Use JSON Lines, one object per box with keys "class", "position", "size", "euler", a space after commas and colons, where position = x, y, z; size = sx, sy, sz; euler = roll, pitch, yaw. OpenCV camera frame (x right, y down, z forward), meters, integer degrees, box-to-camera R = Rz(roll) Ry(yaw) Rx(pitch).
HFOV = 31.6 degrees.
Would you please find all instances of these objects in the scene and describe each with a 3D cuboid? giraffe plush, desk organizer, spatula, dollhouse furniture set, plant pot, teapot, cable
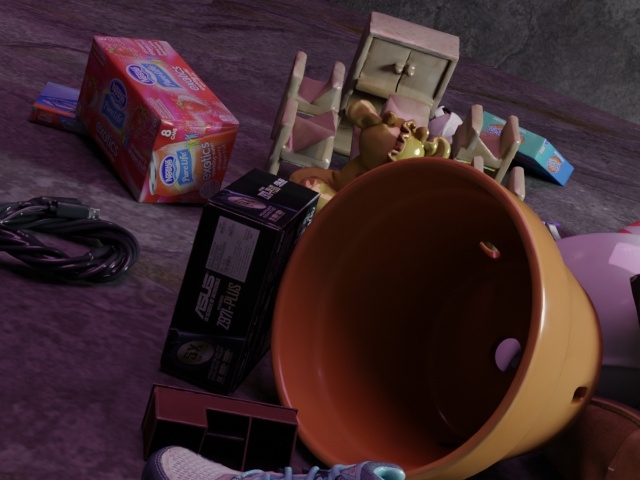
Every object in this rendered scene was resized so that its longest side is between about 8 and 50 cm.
{"class": "giraffe plush", "position": [0.068, -0.089, 1.457], "size": [0.181, 0.170, 0.210], "euler": [15, 16, -28]}
{"class": "desk organizer", "position": [-0.084, 0.165, 0.960], "size": [0.130, 0.047, 0.050], "euler": [13, 23, -15]}
{"class": "spatula", "position": [0.402, 0.008, 1.830], "size": [0.084, 0.030, 0.296], "euler": [6, 23, -37]}
{"class": "dollhouse furniture set", "position": [0.101, -0.141, 1.795], "size": [0.362, 0.256, 0.394], "euler": [15, 41, -6]}
{"class": "plant pot", "position": [0.125, 0.089, 1.050], "size": [0.203, 0.291, 0.291], "euler": [22, 11, -47]}
{"class": "teapot", "position": [0.316, 0.124, 1.221], "size": [0.256, 0.187, 0.252], "euler": [-13, -37, 29]}
{"class": "cable", "position": [-0.292, 0.001, 1.229], "size": [0.184, 0.047, 0.150], "euler": [4, 29, -40]}

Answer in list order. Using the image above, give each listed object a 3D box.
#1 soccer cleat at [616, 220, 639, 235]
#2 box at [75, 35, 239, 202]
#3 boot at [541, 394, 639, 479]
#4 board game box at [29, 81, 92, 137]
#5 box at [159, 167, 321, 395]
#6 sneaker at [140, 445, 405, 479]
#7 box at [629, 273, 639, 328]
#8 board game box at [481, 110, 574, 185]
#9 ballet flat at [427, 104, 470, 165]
{"class": "soccer cleat", "position": [0.578, 0.069, 1.755], "size": [0.116, 0.108, 0.318], "euler": [-18, 39, -22]}
{"class": "box", "position": [-0.230, -0.169, 1.551], "size": [0.123, 0.128, 0.257], "euler": [0, 34, -35]}
{"class": "boot", "position": [0.269, 0.236, 1.014], "size": [0.115, 0.112, 0.305], "euler": [-11, 28, -22]}
{"class": "board game box", "position": [-0.287, -0.174, 1.711], "size": [0.281, 0.027, 0.145], "euler": [15, 19, -10]}
{"class": "box", "position": [-0.077, 0.036, 1.107], "size": [0.078, 0.180, 0.147], "euler": [21, 20, 9]}
{"class": "sneaker", "position": [0.005, 0.202, 0.826], "size": [0.283, 0.122, 0.110], "euler": [22, 20, 12]}
{"class": "box", "position": [0.453, 0.169, 1.116], "size": [0.296, 0.293, 0.073], "euler": [2, -19, -36]}
{"class": "board game box", "position": [0.392, -0.181, 2.208], "size": [0.160, 0.047, 0.210], "euler": [30, 2, 30]}
{"class": "ballet flat", "position": [0.233, -0.196, 2.120], "size": [0.095, 0.096, 0.280], "euler": [-25, 19, 2]}
